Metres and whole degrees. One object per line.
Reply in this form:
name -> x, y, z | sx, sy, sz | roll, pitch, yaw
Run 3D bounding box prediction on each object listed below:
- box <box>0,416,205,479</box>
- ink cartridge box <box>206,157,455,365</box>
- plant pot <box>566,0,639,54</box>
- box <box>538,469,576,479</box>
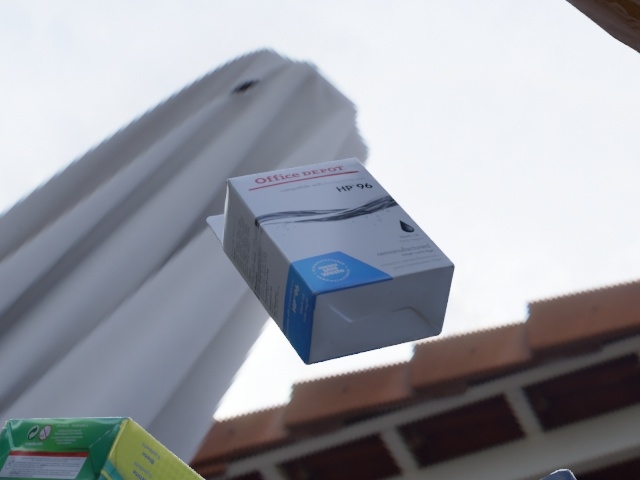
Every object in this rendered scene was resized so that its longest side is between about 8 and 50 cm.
box -> -0.088, 0.160, 0.734 | 0.105, 0.043, 0.179 | -8, -41, 41
ink cartridge box -> 0.000, 0.000, 0.426 | 0.083, 0.048, 0.028 | 50, -37, 47
plant pot -> 0.167, -0.193, 0.486 | 0.291, 0.203, 0.291 | 47, -7, 7
box -> 0.138, 0.293, 0.743 | 0.270, 0.165, 0.143 | 61, -2, 42
